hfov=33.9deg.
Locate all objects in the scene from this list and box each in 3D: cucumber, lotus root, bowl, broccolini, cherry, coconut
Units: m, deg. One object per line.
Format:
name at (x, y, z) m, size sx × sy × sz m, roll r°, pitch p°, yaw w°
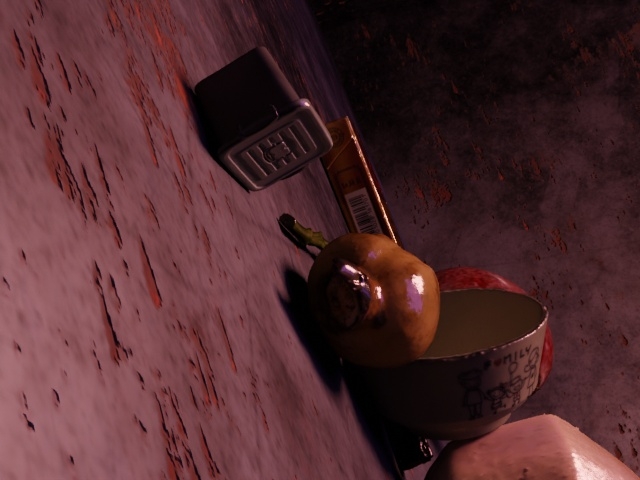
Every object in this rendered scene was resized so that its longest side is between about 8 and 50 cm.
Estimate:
cucumber at (0.080, 0.174, 1.156) m, size 0.039 × 0.043 × 0.163 m, roll 4°, pitch 49°, yaw -34°
lotus root at (0.046, 0.053, 0.936) m, size 0.221 × 0.125 × 0.118 m, roll 10°, pitch 99°, yaw -76°
bowl at (0.135, 0.132, 1.080) m, size 0.211 × 0.212 × 0.112 m, roll -83°, pitch 163°, yaw -77°
broccolini at (0.001, -0.001, 1.082) m, size 0.218 × 0.042 × 0.044 m, roll 46°, pitch 22°, yaw -69°
cherry at (0.227, 0.148, 1.610) m, size 0.300 × 0.230 × 0.203 m, roll -128°, pitch -159°, yaw -53°
coconut at (0.223, 0.287, 1.057) m, size 0.224 × 0.234 × 0.224 m, roll -23°, pitch 90°, yaw -88°

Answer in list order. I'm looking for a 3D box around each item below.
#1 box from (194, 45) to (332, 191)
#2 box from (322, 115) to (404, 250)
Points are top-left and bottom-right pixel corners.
box at (-0.047, -0.098, 0.850) m, size 0.069 × 0.084 × 0.122 m, roll 62°, pitch 3°, yaw 17°
box at (0.066, -0.073, 1.719) m, size 0.159 × 0.071 × 0.240 m, roll 11°, pitch 57°, yaw -80°
